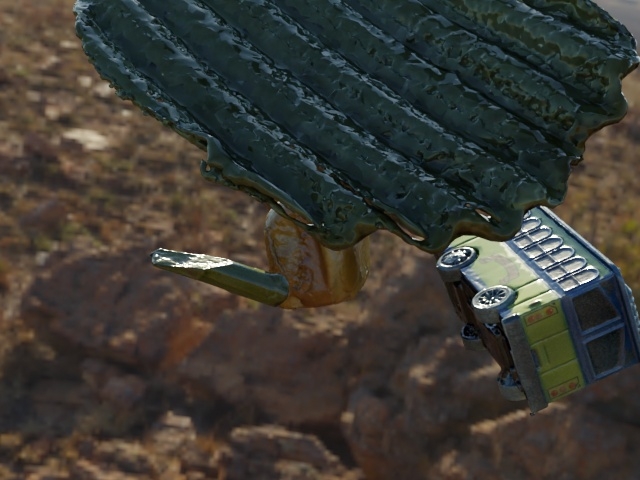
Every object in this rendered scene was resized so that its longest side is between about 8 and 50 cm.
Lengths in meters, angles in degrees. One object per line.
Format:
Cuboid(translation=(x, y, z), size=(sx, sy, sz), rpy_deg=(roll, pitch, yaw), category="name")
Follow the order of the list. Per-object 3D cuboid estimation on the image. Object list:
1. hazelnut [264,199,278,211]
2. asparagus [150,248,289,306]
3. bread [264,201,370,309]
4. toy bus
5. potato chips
Cuboid(translation=(0.009, -0.129, 2.171), size=(0.261, 0.241, 0.261), rpy_deg=(-17, -13, -4), category="hazelnut")
Cuboid(translation=(-0.124, 0.040, 1.605), size=(0.178, 0.041, 0.045), rpy_deg=(19, -16, -25), category="asparagus")
Cuboid(translation=(0.000, 0.000, 1.847), size=(0.132, 0.167, 0.294), rpy_deg=(-2, 6, 6), category="bread")
Cuboid(translation=(0.276, 0.074, 1.708), size=(0.190, 0.152, 0.312), rpy_deg=(-24, 24, -4), category="toy bus")
Cuboid(translation=(0.023, -0.141, 0.995), size=(0.358, 0.070, 0.429), rpy_deg=(-27, 48, -32), category="potato chips")
